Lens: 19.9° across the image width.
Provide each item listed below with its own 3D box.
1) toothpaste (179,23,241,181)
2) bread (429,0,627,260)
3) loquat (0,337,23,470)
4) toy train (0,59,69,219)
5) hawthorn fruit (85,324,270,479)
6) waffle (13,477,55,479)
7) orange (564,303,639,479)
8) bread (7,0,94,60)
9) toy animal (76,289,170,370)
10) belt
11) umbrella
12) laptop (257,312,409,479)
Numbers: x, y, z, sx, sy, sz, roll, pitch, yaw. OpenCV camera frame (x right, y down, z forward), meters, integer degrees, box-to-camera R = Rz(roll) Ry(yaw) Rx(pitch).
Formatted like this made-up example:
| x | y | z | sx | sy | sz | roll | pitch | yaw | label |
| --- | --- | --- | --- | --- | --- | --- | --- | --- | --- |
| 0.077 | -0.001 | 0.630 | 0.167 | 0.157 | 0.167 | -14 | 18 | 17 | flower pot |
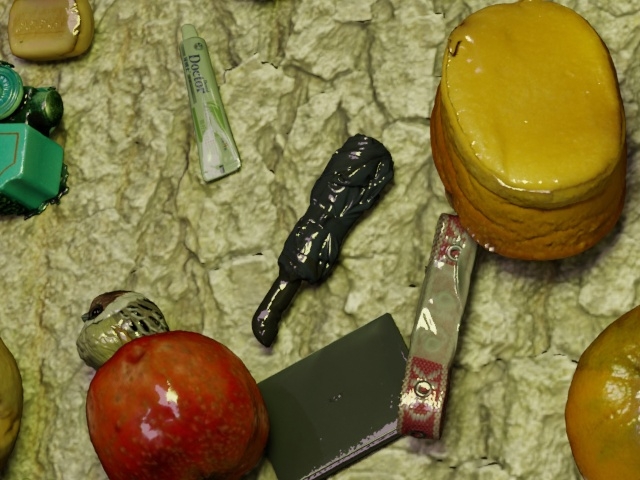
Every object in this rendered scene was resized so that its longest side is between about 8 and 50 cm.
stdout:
| x | y | z | sx | sy | sz | roll | pitch | yaw | label |
| --- | --- | --- | --- | --- | --- | --- | --- | --- | --- |
| -0.130 | -0.159 | 2.047 | 0.048 | 0.029 | 0.197 | -20 | 66 | 14 | toothpaste |
| 0.210 | -0.111 | 1.820 | 0.195 | 0.142 | 0.269 | -7 | 57 | -3 | bread |
| -0.421 | 0.170 | 1.933 | 0.213 | 0.213 | 0.213 | -8 | 67 | 19 | loquat |
| -0.390 | -0.112 | 2.085 | 0.203 | 0.112 | 0.163 | -1 | 74 | 24 | toy train |
| -0.154 | 0.166 | 1.833 | 0.179 | 0.179 | 0.200 | -37 | 69 | 4 | hawthorn fruit |
| -0.318 | 0.339 | 1.915 | 0.169 | 0.036 | 0.183 | -8 | 67 | 17 | waffle |
| 0.338 | 0.152 | 1.652 | 0.240 | 0.171 | 0.240 | -8 | 65 | 18 | orange |
| -0.312 | -0.251 | 2.140 | 0.115 | 0.056 | 0.082 | -5 | 85 | 33 | bread |
| -0.189 | 0.100 | 1.934 | 0.137 | 0.098 | 0.098 | 4 | 69 | -1 | toy animal |
| 0.117 | 0.087 | 1.820 | 0.053 | 0.071 | 0.232 | 10 | 70 | 9 | belt |
| -0.007 | -0.004 | 1.913 | 0.071 | 0.071 | 0.248 | 31 | 82 | 29 | umbrella |
| 0.019 | 0.167 | 1.863 | 0.180 | 0.016 | 0.129 | -29 | 62 | 8 | laptop |
